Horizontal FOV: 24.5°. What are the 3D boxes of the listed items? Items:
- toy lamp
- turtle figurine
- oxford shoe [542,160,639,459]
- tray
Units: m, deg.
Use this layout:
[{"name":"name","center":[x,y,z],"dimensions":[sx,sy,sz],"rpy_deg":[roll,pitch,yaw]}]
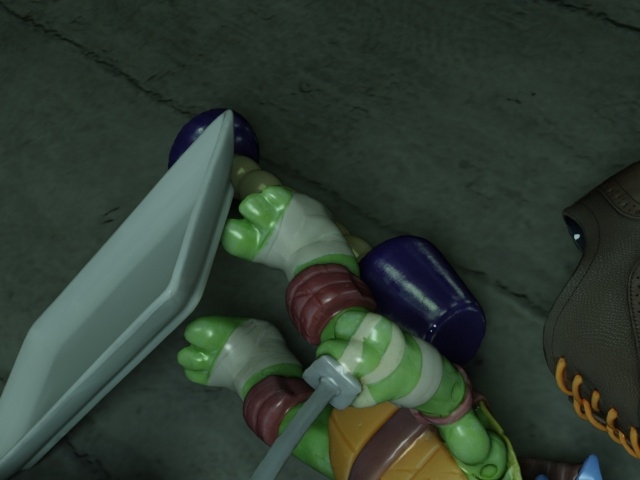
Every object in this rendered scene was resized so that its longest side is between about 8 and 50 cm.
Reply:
[{"name":"toy lamp","center":[0.000,0.000,0.940],"dimensions":[0.080,0.080,0.275],"rpy_deg":[-35,41,-18]},{"name":"turtle figurine","center":[-0.017,0.101,0.746],"dimensions":[0.275,0.197,0.266],"rpy_deg":[-24,42,-12]},{"name":"oxford shoe","center":[0.189,0.087,0.757],"dimensions":[0.133,0.130,0.363],"rpy_deg":[-16,33,18]},{"name":"tray","center":[-0.125,0.049,0.864],"dimensions":[0.270,0.030,0.145],"rpy_deg":[-43,23,41]}]
